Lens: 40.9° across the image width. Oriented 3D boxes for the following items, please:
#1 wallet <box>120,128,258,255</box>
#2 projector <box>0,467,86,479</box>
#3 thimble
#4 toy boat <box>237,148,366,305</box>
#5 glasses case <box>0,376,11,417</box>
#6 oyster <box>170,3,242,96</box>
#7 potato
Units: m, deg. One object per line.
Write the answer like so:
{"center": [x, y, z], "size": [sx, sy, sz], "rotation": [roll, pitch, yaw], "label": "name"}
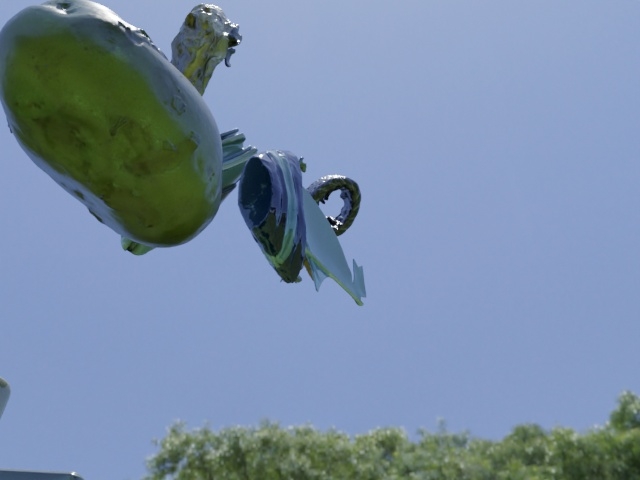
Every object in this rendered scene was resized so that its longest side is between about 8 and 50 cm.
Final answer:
{"center": [-0.224, -0.079, 1.457], "size": [0.075, 0.176, 0.250], "rotation": [52, -48, 5], "label": "wallet"}
{"center": [-0.397, 0.441, 1.288], "size": [0.192, 0.099, 0.256], "rotation": [-3, -41, 16], "label": "projector"}
{"center": [0.019, -0.058, 1.444], "size": [0.104, 0.066, 0.095], "rotation": [-30, -76, -10], "label": "thimble"}
{"center": [0.000, 0.000, 1.159], "size": [0.067, 0.220, 0.291], "rotation": [-26, -41, 24], "label": "toy boat"}
{"center": [-0.269, 0.142, 0.670], "size": [0.032, 0.083, 0.021], "rotation": [26, -40, -17], "label": "glasses case"}
{"center": [-0.159, -0.204, 1.046], "size": [0.072, 0.133, 0.209], "rotation": [29, -96, -19], "label": "oyster"}
{"center": [-0.173, -0.101, 0.751], "size": [0.186, 0.148, 0.253], "rotation": [19, -25, 35], "label": "potato"}
